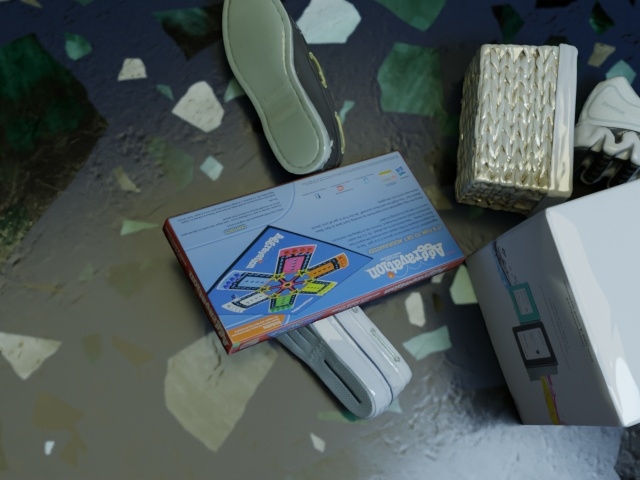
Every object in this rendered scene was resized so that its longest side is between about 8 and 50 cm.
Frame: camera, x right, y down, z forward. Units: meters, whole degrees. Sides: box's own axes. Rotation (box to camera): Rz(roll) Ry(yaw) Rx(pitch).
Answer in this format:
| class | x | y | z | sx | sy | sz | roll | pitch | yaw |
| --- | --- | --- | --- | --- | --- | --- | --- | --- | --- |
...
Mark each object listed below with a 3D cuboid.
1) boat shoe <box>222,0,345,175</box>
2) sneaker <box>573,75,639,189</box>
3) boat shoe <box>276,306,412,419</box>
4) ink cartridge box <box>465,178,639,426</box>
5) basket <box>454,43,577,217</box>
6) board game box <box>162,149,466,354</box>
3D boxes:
| class | x | y | z | sx | sy | sz | roll | pitch | yaw |
| --- | --- | --- | --- | --- | --- | --- | --- | --- | --- |
| boat shoe | -0.039 | -0.174 | 1.137 | 0.081 | 0.069 | 0.227 | -24 | 79 | 25 |
| sneaker | 0.415 | -0.088 | 1.157 | 0.292 | 0.110 | 0.118 | 22 | 69 | -2 |
| boat shoe | 0.002 | 0.080 | 1.095 | 0.076 | 0.083 | 0.226 | -33 | 83 | -39 |
| ink cartridge box | 0.291 | 0.057 | 1.024 | 0.198 | 0.270 | 0.197 | -17 | 83 | -9 |
| basket | 0.205 | -0.117 | 1.129 | 0.103 | 0.113 | 0.167 | 5 | 78 | -3 |
| board game box | -0.001 | 0.004 | 1.063 | 0.281 | 0.027 | 0.145 | -18 | 66 | -30 |
